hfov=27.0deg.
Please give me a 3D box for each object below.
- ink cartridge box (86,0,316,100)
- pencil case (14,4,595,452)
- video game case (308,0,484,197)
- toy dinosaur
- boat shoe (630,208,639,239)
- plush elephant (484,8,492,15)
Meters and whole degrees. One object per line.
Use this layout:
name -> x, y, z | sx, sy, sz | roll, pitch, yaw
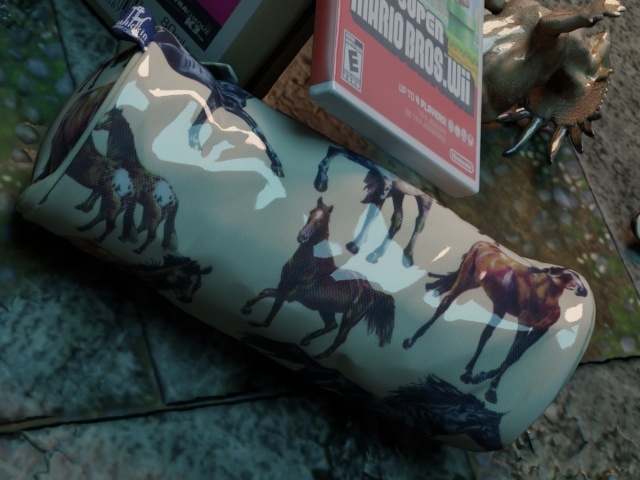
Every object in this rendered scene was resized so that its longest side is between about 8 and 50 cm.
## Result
ink cartridge box -> -0.100, -0.234, 1.031 | 0.234, 0.193, 0.088 | 47, 47, 4
pencil case -> 0.000, 0.000, 0.959 | 0.410, 0.160, 0.183 | 30, 63, -12
video game case -> 0.065, -0.197, 0.986 | 0.204, 0.025, 0.285 | 29, 59, -50
toy dinosaur -> 0.150, -0.147, 1.186 | 0.296, 0.200, 0.127 | -11, 48, -8
boat shoe -> 0.336, -0.024, 1.276 | 0.125, 0.038, 0.046 | -17, 112, -33
plush elephant -> 0.109, -0.372, 1.217 | 0.272, 0.255, 0.330 | 18, 52, -22
